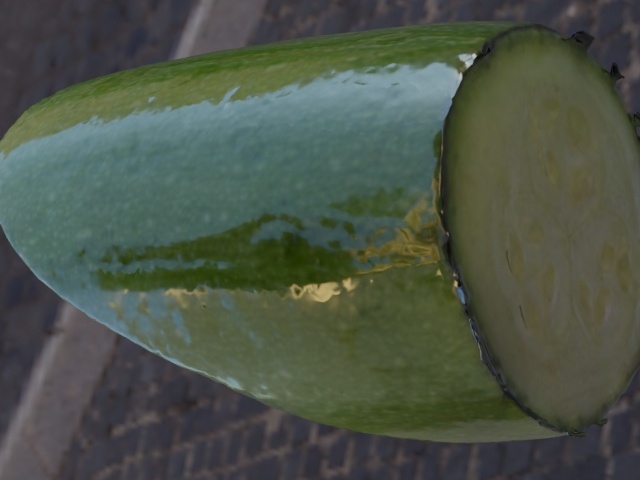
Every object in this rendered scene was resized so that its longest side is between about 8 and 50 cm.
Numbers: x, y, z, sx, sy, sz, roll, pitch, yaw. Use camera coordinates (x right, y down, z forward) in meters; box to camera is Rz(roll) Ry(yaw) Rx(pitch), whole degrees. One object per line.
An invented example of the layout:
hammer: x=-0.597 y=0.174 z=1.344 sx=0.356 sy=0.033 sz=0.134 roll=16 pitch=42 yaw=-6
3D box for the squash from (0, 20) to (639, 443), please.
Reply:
squash: x=0.000 y=0.000 z=0.806 sx=0.260 sy=0.189 sz=0.189 roll=-8 pitch=70 yaw=37
